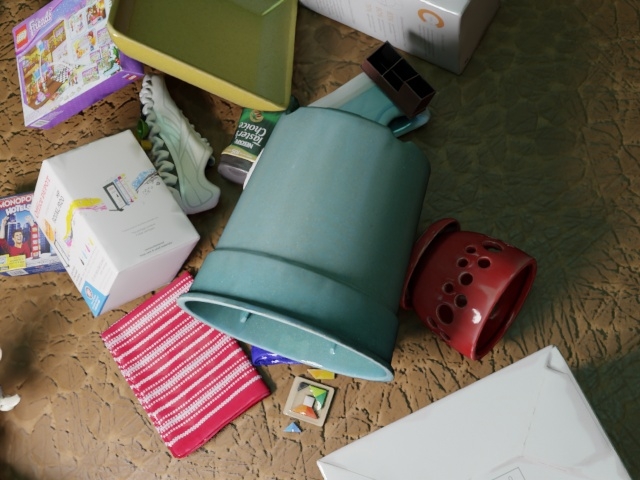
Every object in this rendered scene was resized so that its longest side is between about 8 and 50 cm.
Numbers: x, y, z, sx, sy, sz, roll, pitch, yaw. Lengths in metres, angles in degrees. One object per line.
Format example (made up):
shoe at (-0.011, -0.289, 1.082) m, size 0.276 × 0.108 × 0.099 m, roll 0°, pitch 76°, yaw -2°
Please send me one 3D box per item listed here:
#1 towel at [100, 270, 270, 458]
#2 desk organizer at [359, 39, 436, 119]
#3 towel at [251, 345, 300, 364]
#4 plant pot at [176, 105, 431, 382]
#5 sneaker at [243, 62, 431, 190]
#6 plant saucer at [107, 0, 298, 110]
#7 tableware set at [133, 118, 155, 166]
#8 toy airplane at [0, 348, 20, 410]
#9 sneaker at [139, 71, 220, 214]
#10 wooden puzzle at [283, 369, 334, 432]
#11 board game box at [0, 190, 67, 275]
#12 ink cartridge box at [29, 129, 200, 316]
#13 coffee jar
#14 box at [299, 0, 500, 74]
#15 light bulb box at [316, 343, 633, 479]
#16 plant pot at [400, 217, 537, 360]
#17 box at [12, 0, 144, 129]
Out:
towel at (-0.235, 0.211, 1.717) m, size 0.199 × 0.031 × 0.275 m, roll -35°, pitch 71°, yaw -4°
desk organizer at (0.132, -0.274, 1.703) m, size 0.047 × 0.050 × 0.130 m, roll -33°, pitch 75°, yaw -36°
towel at (-0.011, 0.057, 1.708) m, size 0.227 × 0.076 × 0.308 m, roll -4°, pitch 72°, yaw 6°
plant pot at (0.000, 0.000, 1.521) m, size 0.341 × 0.341 × 0.334 m, roll 16°, pitch 74°, yaw 13°
sneaker at (0.039, -0.163, 1.721) m, size 0.366 × 0.135 × 0.150 m, roll -39°, pitch 70°, yaw -14°
plant saucer at (-0.209, -0.382, 1.760) m, size 0.332 × 0.081 × 0.333 m, roll 22°, pitch 46°, yaw -22°
tableware set at (-0.332, -0.147, 1.789) m, size 0.024 × 0.154 × 0.104 m, roll -3°, pitch 70°, yaw -27°
toy airplane at (-0.648, 0.382, 1.600) m, size 0.386 × 0.272 × 0.385 m, roll -17°, pitch 103°, yaw -11°
sneaker at (-0.260, -0.173, 1.815) m, size 0.118 × 0.110 × 0.292 m, roll -12°, pitch 71°, yaw -12°
wooden puzzle at (-0.020, 0.267, 1.675) m, size 0.078 × 0.014 × 0.116 m, roll 9°, pitch 75°, yaw 11°
board game box at (-0.487, -0.040, 1.819) m, size 0.194 × 0.060 × 0.194 m, roll -9°, pitch 70°, yaw 6°
ink cartridge box at (-0.353, -0.030, 1.692) m, size 0.168 × 0.171 × 0.233 m, roll -26°, pitch 75°, yaw -35°
coffee jar at (-0.112, -0.185, 1.798) m, size 0.096 × 0.079 × 0.184 m, roll 18°, pitch 76°, yaw 14°
box at (0.133, -0.473, 1.780) m, size 0.345 × 0.215 × 0.168 m, roll 27°, pitch 78°, yaw 15°
light bulb box at (0.216, 0.347, 1.431) m, size 0.357 × 0.361 × 0.225 m, roll -26°, pitch 72°, yaw 0°
plant pot at (0.226, 0.072, 1.611) m, size 0.174 × 0.191 × 0.191 m, roll 29°, pitch 79°, yaw 22°
box at (-0.445, -0.345, 1.820) m, size 0.293 × 0.057 × 0.201 m, roll -19°, pitch 77°, yaw 38°
